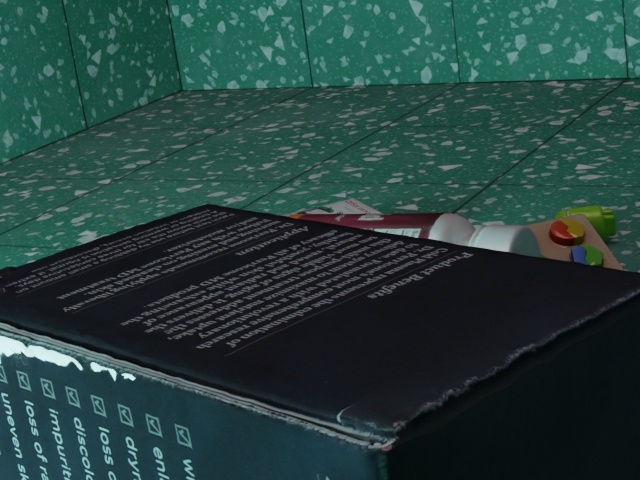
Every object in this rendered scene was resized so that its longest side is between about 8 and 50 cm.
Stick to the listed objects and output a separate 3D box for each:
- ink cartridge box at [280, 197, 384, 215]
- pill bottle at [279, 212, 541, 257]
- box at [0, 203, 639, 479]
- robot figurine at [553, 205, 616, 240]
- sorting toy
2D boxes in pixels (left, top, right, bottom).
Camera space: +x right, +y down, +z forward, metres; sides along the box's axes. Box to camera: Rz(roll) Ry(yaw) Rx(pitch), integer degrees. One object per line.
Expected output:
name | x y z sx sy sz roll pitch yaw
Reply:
ink cartridge box | 0.000 0.000 2.430 0.219 0.092 0.160 -15 19 -19
pill bottle | 0.113 0.070 1.939 0.392 0.224 0.224 1 19 25
box | -0.005 0.254 0.975 0.297 0.479 0.472 -22 22 -39
robot figurine | 0.465 -0.026 2.348 0.115 0.067 0.101 -6 27 6
sorting toy | 0.388 0.020 2.208 0.193 0.038 0.208 -11 34 -10
